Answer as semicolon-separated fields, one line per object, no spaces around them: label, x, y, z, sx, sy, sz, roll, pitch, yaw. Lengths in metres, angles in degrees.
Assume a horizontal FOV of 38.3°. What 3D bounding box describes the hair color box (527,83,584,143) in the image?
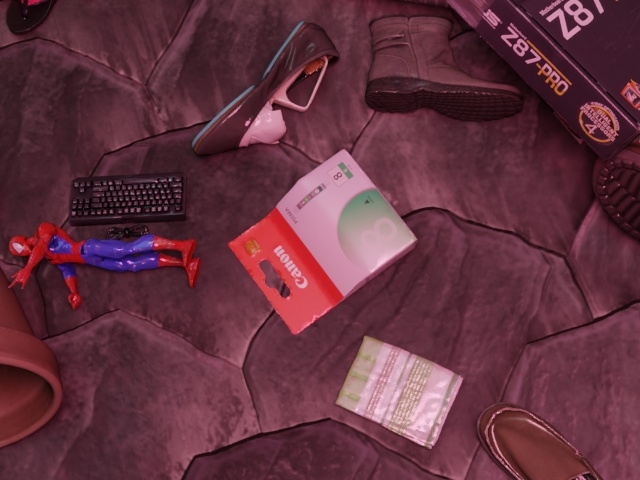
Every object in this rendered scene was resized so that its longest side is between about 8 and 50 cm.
hair color box;0.364;-0.218;1.369;0.043;0.072;0.141;-35;73;-6

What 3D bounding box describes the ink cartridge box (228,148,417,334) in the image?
ink cartridge box;0.000;0.000;1.349;0.225;0.056;0.181;-35;74;-7

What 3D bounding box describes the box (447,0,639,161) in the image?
box;0.421;-0.337;1.302;0.395;0.097;0.318;-37;79;-28

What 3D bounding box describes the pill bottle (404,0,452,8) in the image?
pill bottle;0.133;-0.449;1.409;0.283;0.161;0.161;11;75;8

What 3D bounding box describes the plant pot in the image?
plant pot;-0.507;0.141;1.271;0.263;0.263;0.229;-22;56;-1

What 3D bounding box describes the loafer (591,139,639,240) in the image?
loafer;0.555;-0.046;1.289;0.366;0.133;0.130;26;52;2

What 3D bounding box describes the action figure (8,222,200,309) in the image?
action figure;-0.330;0.048;1.335;0.281;0.091;0.139;8;55;8

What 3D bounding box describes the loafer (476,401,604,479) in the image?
loafer;0.317;0.304;1.212;0.251;0.087;0.094;39;81;14

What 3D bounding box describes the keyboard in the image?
keyboard;-0.294;-0.052;1.405;0.180;0.023;0.108;-3;74;5

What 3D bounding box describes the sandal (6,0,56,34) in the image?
sandal;-0.457;-0.417;1.515;0.067;0.040;0.179;36;80;13

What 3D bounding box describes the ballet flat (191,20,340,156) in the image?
ballet flat;-0.072;-0.214;1.399;0.096;0.095;0.280;40;81;2

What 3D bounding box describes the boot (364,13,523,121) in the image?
boot;0.189;-0.275;1.400;0.247;0.083;0.161;7;69;5

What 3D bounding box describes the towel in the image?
towel;0.110;0.212;1.296;0.152;0.023;0.113;23;75;13
